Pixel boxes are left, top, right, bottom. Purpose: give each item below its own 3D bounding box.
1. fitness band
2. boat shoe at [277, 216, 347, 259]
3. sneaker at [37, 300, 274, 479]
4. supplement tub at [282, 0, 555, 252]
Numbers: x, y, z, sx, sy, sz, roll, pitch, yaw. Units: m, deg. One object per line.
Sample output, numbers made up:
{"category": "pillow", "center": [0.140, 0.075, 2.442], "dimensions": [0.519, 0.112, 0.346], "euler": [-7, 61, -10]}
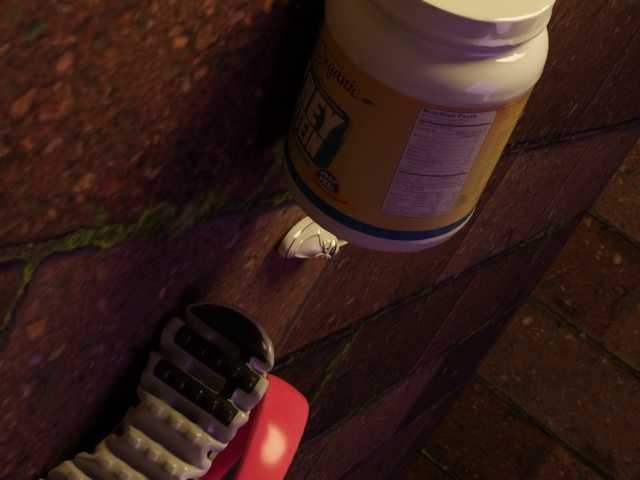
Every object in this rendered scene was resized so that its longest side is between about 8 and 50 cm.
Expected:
{"category": "fitness band", "center": [-0.104, 0.228, 0.967], "dimensions": [0.291, 0.054, 0.209], "euler": [-46, -167, 52]}
{"category": "boat shoe", "center": [0.000, 0.000, 0.959], "dimensions": [0.100, 0.035, 0.035], "euler": [-22, 146, -60]}
{"category": "sneaker", "center": [-0.138, 0.180, 0.859], "dimensions": [0.292, 0.110, 0.118], "euler": [-49, 174, -5]}
{"category": "supplement tub", "center": [0.062, -0.104, 0.723], "dimensions": [0.144, 0.144, 0.200], "euler": [-38, 158, -39]}
